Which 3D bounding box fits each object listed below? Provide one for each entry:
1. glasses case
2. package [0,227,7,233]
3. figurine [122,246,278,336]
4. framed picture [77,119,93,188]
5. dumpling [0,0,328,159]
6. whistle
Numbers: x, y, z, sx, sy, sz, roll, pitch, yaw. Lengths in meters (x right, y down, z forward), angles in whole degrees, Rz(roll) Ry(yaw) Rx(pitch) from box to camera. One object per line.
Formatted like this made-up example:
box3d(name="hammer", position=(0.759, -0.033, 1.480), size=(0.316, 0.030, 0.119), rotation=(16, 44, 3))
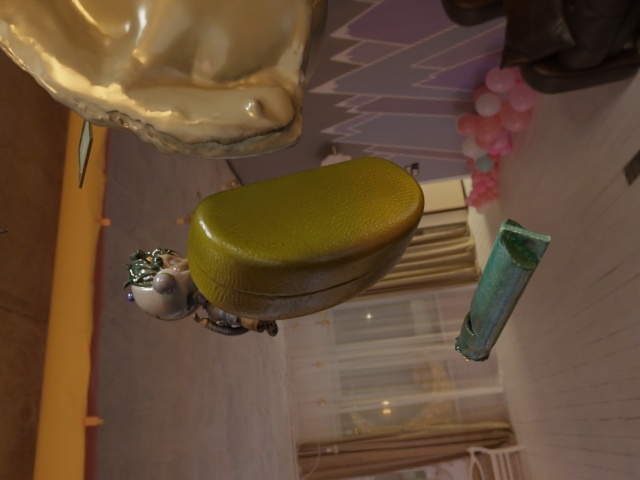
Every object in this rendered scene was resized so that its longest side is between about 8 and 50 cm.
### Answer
box3d(name="glasses case", position=(0.000, 0.000, 0.731), size=(0.173, 0.371, 0.141), rotation=(46, 137, 28))
box3d(name="package", position=(-0.721, -0.063, 0.908), size=(0.204, 0.250, 0.062), rotation=(61, -143, -57))
box3d(name="figurine", position=(-0.291, 0.115, 1.231), size=(0.261, 0.381, 0.186), rotation=(54, -131, -68))
box3d(name="framed picture", position=(-0.588, -0.238, 1.285), size=(0.136, 0.010, 0.201), rotation=(-64, 35, 27))
box3d(name="dumpling", position=(-0.149, -0.222, 0.467), size=(0.233, 0.315, 0.395), rotation=(122, 141, -54))
box3d(name="whistle", position=(0.150, 0.050, 0.443), size=(0.186, 0.039, 0.039), rotation=(86, 180, -54))
